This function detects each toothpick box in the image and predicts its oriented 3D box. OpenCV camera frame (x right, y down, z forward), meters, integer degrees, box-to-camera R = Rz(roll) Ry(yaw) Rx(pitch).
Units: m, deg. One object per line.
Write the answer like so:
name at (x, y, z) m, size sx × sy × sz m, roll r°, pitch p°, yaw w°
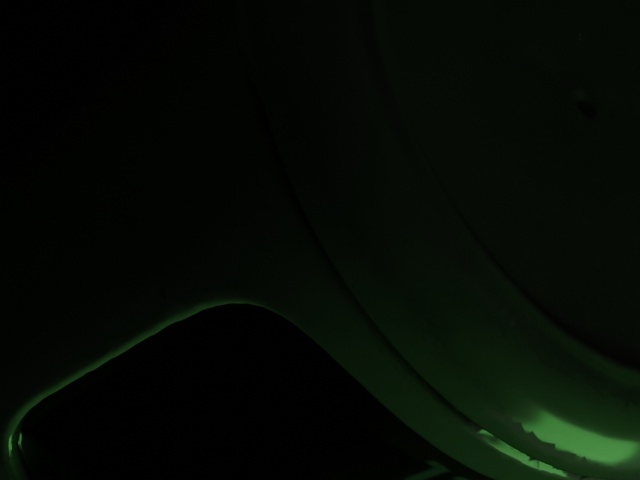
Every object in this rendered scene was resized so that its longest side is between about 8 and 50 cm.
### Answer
toothpick box at (-0.023, 0.011, 0.506) m, size 0.316 × 0.229 × 0.229 m, roll -31°, pitch 177°, yaw 42°
